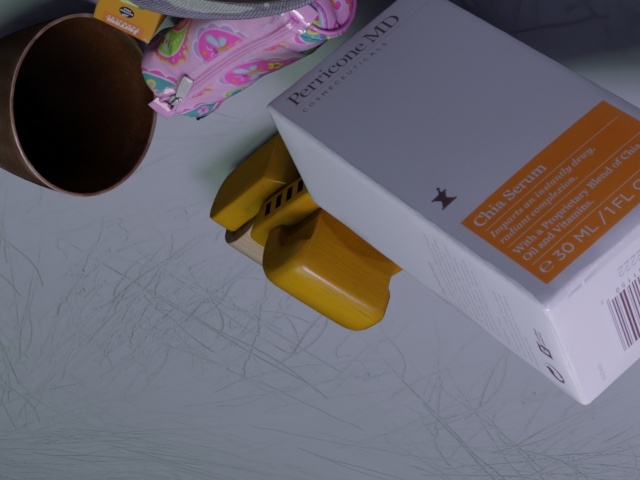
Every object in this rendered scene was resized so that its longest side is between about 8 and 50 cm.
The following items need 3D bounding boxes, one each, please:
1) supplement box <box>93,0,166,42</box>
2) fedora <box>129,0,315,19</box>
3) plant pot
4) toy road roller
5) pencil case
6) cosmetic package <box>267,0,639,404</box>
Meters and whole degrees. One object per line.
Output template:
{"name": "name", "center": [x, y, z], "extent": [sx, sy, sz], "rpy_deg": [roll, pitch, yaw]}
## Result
{"name": "supplement box", "center": [-0.182, -0.319, 1.825], "extent": [0.078, 0.080, 0.233], "rpy_deg": [25, 148, -4]}
{"name": "fedora", "center": [-0.084, -0.331, 1.603], "extent": [0.275, 0.124, 0.244], "rpy_deg": [-7, 142, 23]}
{"name": "plant pot", "center": [-0.354, -0.166, 2.040], "extent": [0.230, 0.215, 0.215], "rpy_deg": [5, 146, 45]}
{"name": "toy road roller", "center": [0.000, 0.000, 2.034], "extent": [0.202, 0.241, 0.329], "rpy_deg": [33, 144, -19]}
{"name": "pencil case", "center": [-0.086, -0.229, 1.867], "extent": [0.124, 0.124, 0.284], "rpy_deg": [37, 142, -24]}
{"name": "cosmetic package", "center": [0.177, -0.062, 1.682], "extent": [0.453, 0.230, 0.161], "rpy_deg": [37, 163, 43]}
